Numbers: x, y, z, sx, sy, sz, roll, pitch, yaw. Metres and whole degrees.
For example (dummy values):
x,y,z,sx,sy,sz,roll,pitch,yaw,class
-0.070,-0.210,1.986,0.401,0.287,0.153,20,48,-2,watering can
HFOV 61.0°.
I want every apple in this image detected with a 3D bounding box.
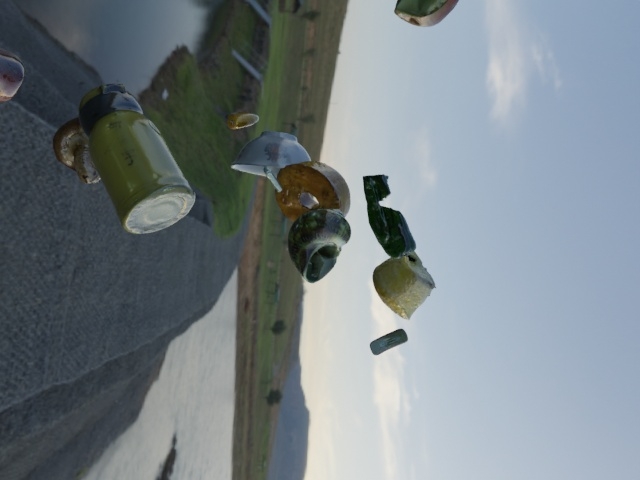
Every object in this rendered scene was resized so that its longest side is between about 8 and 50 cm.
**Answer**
x,y,z,sx,sy,sz,roll,pitch,yaw,class
0.338,-0.775,1.722,0.207,0.174,0.188,44,-64,37,apple

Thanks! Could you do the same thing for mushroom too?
x,y,z,sx,sy,sz,roll,pitch,yaw,class
-0.928,-0.376,2.202,0.255,0.267,0.267,25,-64,46,mushroom

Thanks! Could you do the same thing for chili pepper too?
x,y,z,sx,sy,sz,roll,pitch,yaw,class
0.179,-0.067,1.489,0.083,0.099,0.253,-22,89,-57,chili pepper

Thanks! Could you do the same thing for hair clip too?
x,y,z,sx,sy,sz,roll,pitch,yaw,class
0.237,0.352,1.887,0.022,0.137,0.054,92,-27,-86,hair clip

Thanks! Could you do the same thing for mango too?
x,y,z,sx,sy,sz,roll,pitch,yaw,class
-0.317,-0.495,2.226,0.187,0.101,0.066,-27,115,-53,mango

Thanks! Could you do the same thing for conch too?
x,y,z,sx,sy,sz,roll,pitch,yaw,class
-0.001,-0.002,1.420,0.124,0.182,0.187,49,-19,43,conch

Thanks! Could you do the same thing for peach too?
x,y,z,sx,sy,sz,roll,pitch,yaw,class
-0.846,-0.435,1.421,0.152,0.152,0.152,-176,-90,-85,peach

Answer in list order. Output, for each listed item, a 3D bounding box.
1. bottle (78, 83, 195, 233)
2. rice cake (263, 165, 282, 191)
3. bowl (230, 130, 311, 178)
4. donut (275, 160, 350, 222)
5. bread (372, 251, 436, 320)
x,y,z,sx,sy,sz,roll,pitch,yaw,class
-0.433,-0.201,1.238,0.351,0.172,0.171,59,-17,18,bottle
-0.146,-0.187,1.668,0.022,0.022,0.121,59,0,30,rice cake
-0.175,-0.340,2.148,0.345,0.346,0.157,-173,-89,-85,bowl
-0.017,-0.150,1.845,0.108,0.278,0.277,-37,145,-43,donut
0.255,0.136,1.673,0.170,0.197,0.197,-39,-157,17,bread
